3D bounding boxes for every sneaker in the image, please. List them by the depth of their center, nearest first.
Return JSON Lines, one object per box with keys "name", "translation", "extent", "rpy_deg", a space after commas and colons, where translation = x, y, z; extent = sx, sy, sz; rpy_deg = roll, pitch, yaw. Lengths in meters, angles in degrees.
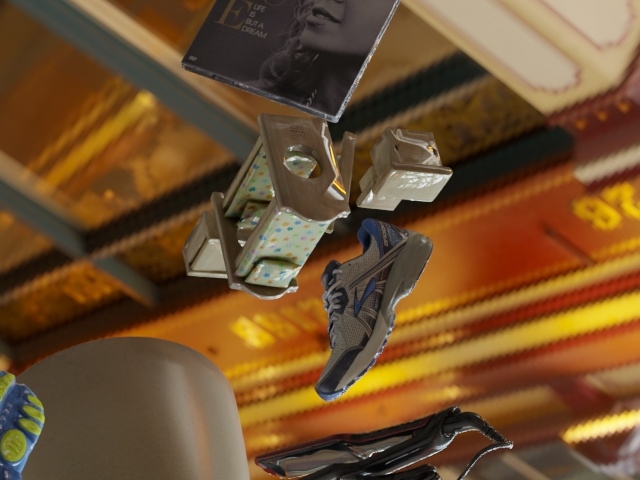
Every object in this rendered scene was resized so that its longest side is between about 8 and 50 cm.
{"name": "sneaker", "translation": [-0.224, 0.153, 1.129], "extent": [0.078, 0.067, 0.188], "rpy_deg": [-47, -169, 26]}
{"name": "sneaker", "translation": [0.021, 0.044, 1.215], "extent": [0.135, 0.058, 0.052], "rpy_deg": [-62, -175, -26]}

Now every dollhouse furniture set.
{"name": "dollhouse furniture set", "translation": [0.000, 0.000, 1.482], "extent": [0.182, 0.161, 0.101], "rpy_deg": [123, -38, -46]}

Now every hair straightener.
{"name": "hair straightener", "translation": [0.043, 0.184, 1.381], "extent": [0.230, 0.047, 0.089], "rpy_deg": [-16, -129, 31]}

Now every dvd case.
{"name": "dvd case", "translation": [-0.012, -0.230, 1.762], "extent": [0.018, 0.164, 0.221], "rpy_deg": [78, 36, -62]}

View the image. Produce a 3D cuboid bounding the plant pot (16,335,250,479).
{"name": "plant pot", "translation": [-0.162, 0.271, 1.639], "extent": [0.256, 0.256, 0.274], "rpy_deg": [-47, -141, 18]}
